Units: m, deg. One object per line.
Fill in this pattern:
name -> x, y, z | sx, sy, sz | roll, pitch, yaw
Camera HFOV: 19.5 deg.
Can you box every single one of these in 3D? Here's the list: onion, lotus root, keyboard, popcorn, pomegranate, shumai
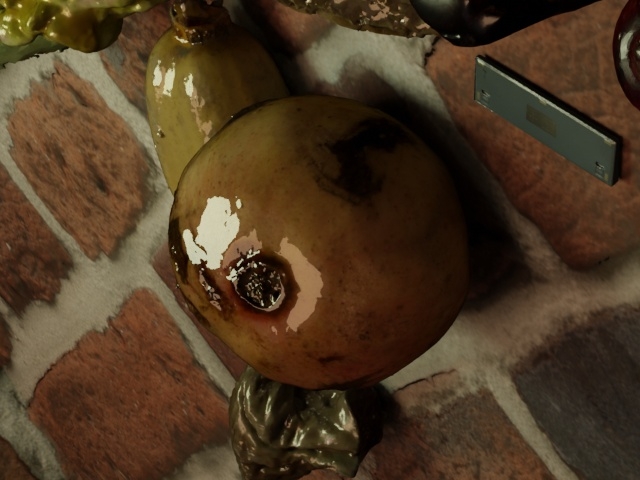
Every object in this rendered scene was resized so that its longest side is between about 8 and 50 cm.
onion -> 0.286, -0.148, 1.426 | 0.131, 0.131, 0.131 | 40, 152, 27
lotus root -> -0.108, -0.141, 2.090 | 0.169, 0.151, 0.342 | 14, 131, 36
keyboard -> 0.209, -0.113, 1.726 | 0.176, 0.014, 0.055 | 36, 149, 34
popcorn -> -0.265, -0.335, 2.041 | 0.259, 0.212, 0.259 | 5, 127, 7
pomegranate -> 0.000, 0.000, 1.922 | 0.322, 0.322, 0.322 | 40, 152, 27
shumai -> -0.016, 0.255, 2.373 | 0.185, 0.184, 0.218 | 39, 138, 32

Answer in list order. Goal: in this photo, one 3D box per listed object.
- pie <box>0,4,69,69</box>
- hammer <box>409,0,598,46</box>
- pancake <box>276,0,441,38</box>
pie -> -0.415, -0.335, 2.207 | 0.371, 0.296, 0.078 | 42, 158, 20
hammer -> 0.155, -0.362, 1.321 | 0.095, 0.242, 0.408 | 19, 123, 56
pancake -> 0.046, -0.314, 1.570 | 0.387, 0.082, 0.387 | 18, 147, 12
